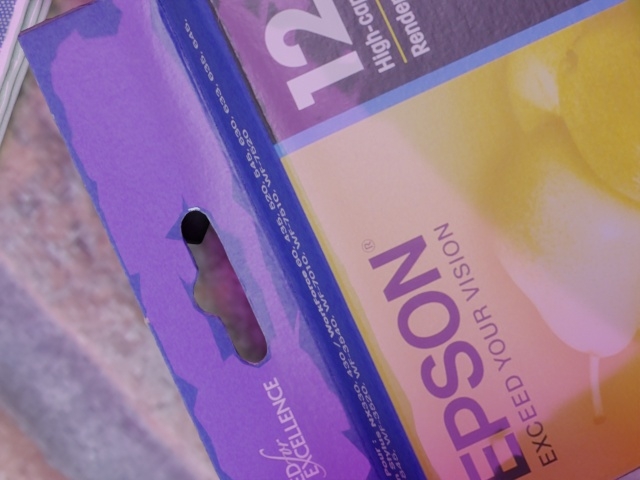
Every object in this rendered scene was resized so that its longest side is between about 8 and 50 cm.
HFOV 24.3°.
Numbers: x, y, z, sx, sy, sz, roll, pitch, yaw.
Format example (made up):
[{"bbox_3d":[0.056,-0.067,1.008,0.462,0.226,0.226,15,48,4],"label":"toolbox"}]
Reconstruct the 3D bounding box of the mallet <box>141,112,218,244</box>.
[{"bbox_3d":[0.000,0.000,0.719,0.189,0.039,0.062,24,92,3],"label":"mallet"}]

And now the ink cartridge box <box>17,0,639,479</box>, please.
[{"bbox_3d":[0.058,-0.028,0.673,0.307,0.072,0.304,-25,88,-4],"label":"ink cartridge box"}]

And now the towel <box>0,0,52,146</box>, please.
[{"bbox_3d":[-0.281,-0.111,0.757,0.285,0.034,0.209,20,95,9],"label":"towel"}]
